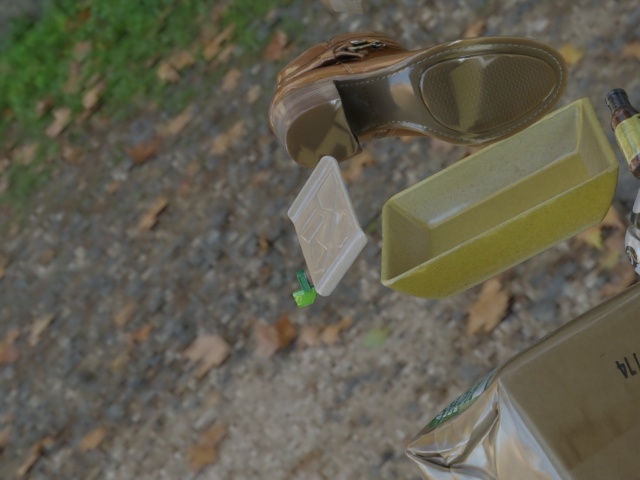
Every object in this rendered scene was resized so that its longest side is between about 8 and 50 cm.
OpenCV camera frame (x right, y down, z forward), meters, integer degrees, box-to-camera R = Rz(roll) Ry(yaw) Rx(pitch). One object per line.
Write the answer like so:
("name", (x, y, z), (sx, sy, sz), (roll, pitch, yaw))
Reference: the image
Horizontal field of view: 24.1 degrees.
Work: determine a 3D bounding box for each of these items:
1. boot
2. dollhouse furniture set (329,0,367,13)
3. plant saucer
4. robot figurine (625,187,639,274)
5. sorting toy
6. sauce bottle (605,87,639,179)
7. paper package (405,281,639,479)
("boot", (0.059, -0.113, 1.020), (0.197, 0.073, 0.152), (-11, 22, 0))
("dollhouse furniture set", (-0.056, -0.373, 1.809), (0.212, 0.242, 0.161), (-10, -73, -86))
("plant saucer", (0.245, -0.044, 2.015), (0.333, 0.081, 0.333), (-28, 16, 12))
("robot figurine", (0.536, -0.060, 2.133), (0.173, 0.209, 0.278), (43, 122, 56))
("sorting toy", (0.000, 0.000, 0.863), (0.083, 0.012, 0.062), (-56, 45, 42))
("sauce bottle", (0.358, -0.125, 1.727), (0.042, 0.042, 0.128), (-36, 45, 24))
("paper package", (0.296, 0.211, 1.353), (0.325, 0.309, 0.168), (-27, -14, -39))
